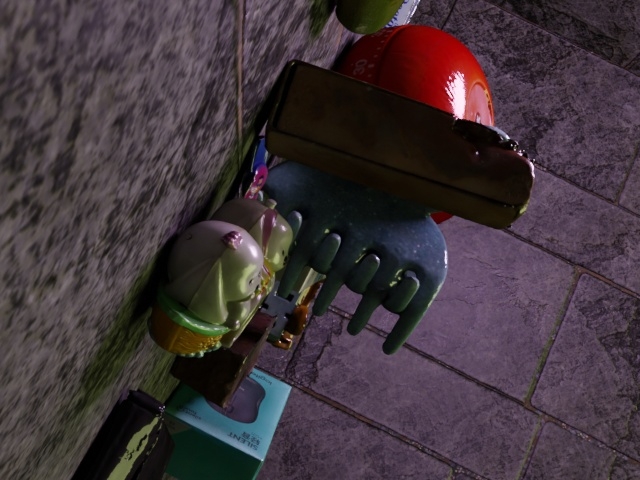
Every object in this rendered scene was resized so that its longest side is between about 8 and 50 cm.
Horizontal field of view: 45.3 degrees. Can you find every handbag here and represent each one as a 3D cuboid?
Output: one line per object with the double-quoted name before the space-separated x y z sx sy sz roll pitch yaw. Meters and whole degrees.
"handbag" -0.252 0.315 0.923 0.246 0.080 0.223 -63 179 -23

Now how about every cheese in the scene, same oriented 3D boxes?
"cheese" -0.097 -0.012 0.955 0.155 0.062 0.244 -48 154 -78

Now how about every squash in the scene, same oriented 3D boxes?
"squash" 0.067 -0.316 0.858 0.094 0.095 0.341 -63 -178 -12

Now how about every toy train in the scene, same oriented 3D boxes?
"toy train" -0.075 0.075 1.865 0.369 0.163 0.231 -64 -173 5

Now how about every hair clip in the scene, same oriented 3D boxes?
"hair clip" 0.050 -0.021 1.145 0.238 0.318 0.392 -61 180 -41

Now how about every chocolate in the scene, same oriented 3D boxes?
"chocolate" -0.163 0.183 1.339 0.321 0.112 0.111 -48 163 -82

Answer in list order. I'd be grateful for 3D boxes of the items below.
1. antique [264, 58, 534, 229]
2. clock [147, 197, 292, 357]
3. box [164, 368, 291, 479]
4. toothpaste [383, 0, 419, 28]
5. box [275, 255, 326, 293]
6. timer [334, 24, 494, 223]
"antique" 0.095 -0.107 0.895 0.087 0.310 0.093 110 -1 -77
"clock" -0.098 0.029 0.786 0.144 0.103 0.231 -55 -179 22
"box" -0.188 0.344 1.470 0.311 0.205 0.118 -59 174 -73
"toothpaste" 0.135 -0.439 1.734 0.336 0.067 0.081 -64 179 -4
"box" 0.000 0.000 1.502 0.164 0.069 0.256 -62 170 12
"timer" 0.170 -0.211 1.441 0.378 0.279 0.377 -8 100 -59
